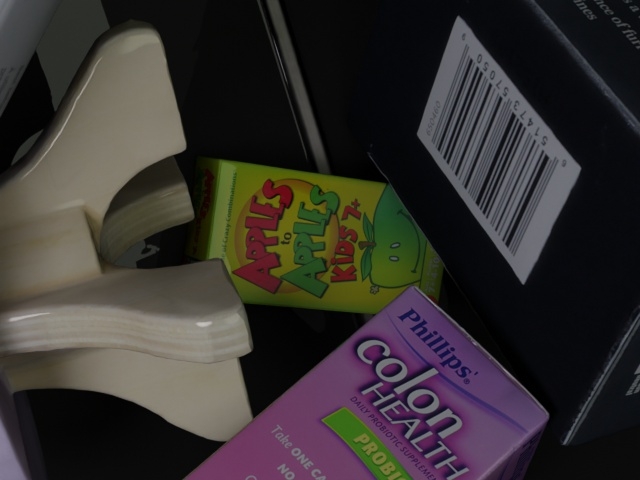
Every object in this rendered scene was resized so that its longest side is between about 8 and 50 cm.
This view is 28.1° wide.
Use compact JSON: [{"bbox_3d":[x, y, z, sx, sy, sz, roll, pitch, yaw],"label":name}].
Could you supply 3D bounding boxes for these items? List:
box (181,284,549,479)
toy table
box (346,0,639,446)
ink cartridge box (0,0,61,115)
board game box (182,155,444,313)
[{"bbox_3d":[0.006,0.181,0.798,0.243,0.213,0.117,-40,69,-18],"label":"box"},{"bbox_3d":[-0.139,0.016,0.708,0.161,0.252,0.274,-16,126,-9],"label":"toy table"},{"bbox_3d":[0.268,-0.085,0.831,0.396,0.293,0.212,-12,141,-25],"label":"box"},{"bbox_3d":[-0.261,-0.152,0.557,0.307,0.072,0.303,36,109,9],"label":"ink cartridge box"},{"bbox_3d":[0.000,0.000,0.876,0.181,0.043,0.092,6,94,-28],"label":"board game box"}]
